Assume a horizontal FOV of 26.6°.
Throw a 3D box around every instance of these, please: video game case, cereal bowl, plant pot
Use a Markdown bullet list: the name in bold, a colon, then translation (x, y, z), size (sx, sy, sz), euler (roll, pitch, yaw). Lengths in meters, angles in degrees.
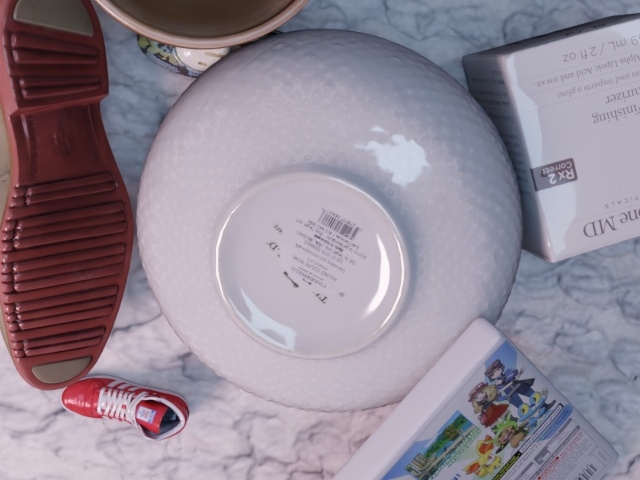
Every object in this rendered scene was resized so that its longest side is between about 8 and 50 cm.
- **video game case**: translation (0.100, 0.254, 1.204), size (0.329, 0.036, 0.300), euler (-47, 138, 0)
- **cereal bowl**: translation (0.000, 0.000, 1.138), size (0.338, 0.141, 0.339), euler (3, 110, 9)
- **plant pot**: translation (-0.105, -0.279, 1.154), size (0.237, 0.110, 0.237), euler (-1, 95, -8)

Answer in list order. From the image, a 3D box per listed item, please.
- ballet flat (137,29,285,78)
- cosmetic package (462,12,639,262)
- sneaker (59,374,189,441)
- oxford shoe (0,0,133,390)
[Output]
- **ballet flat**: translation (-0.068, -0.168, 1.199), size (0.188, 0.070, 0.070), euler (9, 95, -9)
- **cosmetic package**: translation (0.232, -0.095, 1.207), size (0.151, 0.151, 0.184), euler (-17, 99, -5)
- **sneaker**: translation (-0.175, 0.150, 1.218), size (0.118, 0.067, 0.042), euler (8, 95, -9)
- **oxford shoe**: translation (-0.245, -0.049, 1.166), size (0.123, 0.130, 0.348), euler (-4, 97, -41)
